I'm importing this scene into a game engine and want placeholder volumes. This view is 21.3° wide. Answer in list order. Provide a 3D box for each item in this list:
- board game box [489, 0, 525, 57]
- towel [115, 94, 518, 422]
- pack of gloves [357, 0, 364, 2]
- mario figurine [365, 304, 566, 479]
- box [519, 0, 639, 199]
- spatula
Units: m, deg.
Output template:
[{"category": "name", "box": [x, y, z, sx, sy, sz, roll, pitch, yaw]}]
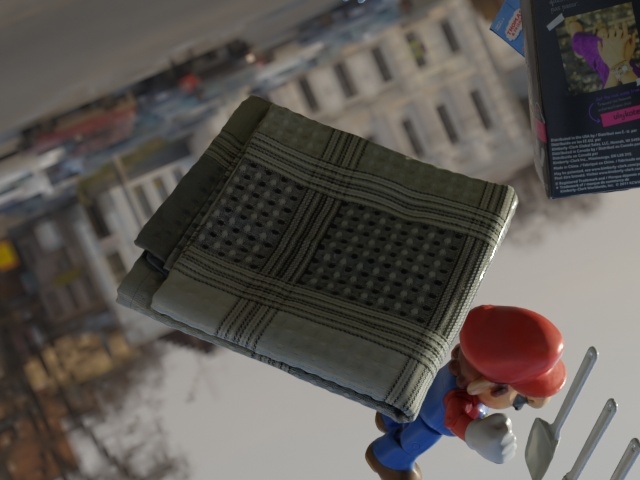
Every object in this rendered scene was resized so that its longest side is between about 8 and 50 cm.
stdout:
[{"category": "board game box", "box": [0.339, -0.290, 2.267, 0.039, 0.211, 0.160, -7, 133, -48]}, {"category": "towel", "box": [0.000, 0.000, 1.669, 0.056, 0.324, 0.312, 94, 21, -51]}, {"category": "pack of gloves", "box": [0.041, -0.443, 2.332, 0.195, 0.046, 0.232, 14, 115, -35]}, {"category": "mario figurine", "box": [0.200, 0.207, 2.112, 0.170, 0.198, 0.320, 3, 147, -37]}, {"category": "box", "box": [0.306, -0.199, 1.925, 0.143, 0.270, 0.165, -6, -167, 3]}, {"category": "spatula", "box": [0.282, 0.234, 1.851, 0.019, 0.168, 0.242, -6, 141, -16]}]
